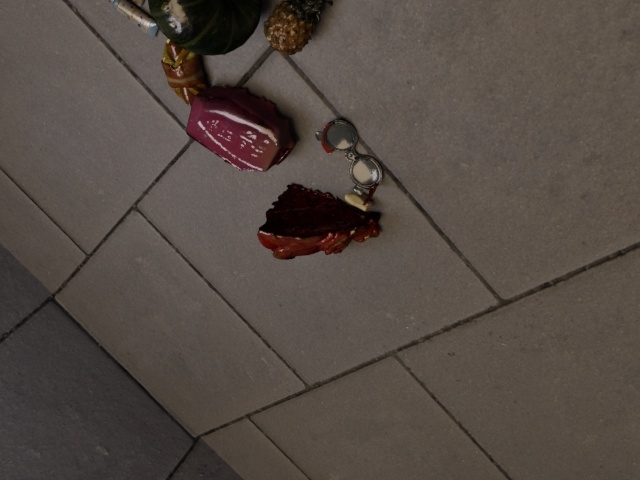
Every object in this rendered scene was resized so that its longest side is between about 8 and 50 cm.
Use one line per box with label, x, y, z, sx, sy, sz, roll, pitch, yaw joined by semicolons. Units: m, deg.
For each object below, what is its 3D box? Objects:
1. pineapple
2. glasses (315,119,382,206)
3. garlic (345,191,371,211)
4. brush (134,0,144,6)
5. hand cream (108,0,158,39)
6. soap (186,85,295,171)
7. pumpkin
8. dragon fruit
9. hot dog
pineapple;-0.038;-0.579;1.669;0.128;0.128;0.248;44;131;-6
glasses;0.063;-0.195;1.814;0.118;0.268;0.234;-28;105;24
garlic;0.117;-0.116;1.984;0.083;0.053;0.041;35;121;23
brush;-0.476;-0.780;1.847;0.060;0.050;0.321;39;143;-4
hand cream;-0.554;-0.669;1.982;0.171;0.043;0.065;39;136;-3
soap;-0.232;-0.328;1.992;0.325;0.127;0.220;33;137;5
pumpkin;-0.293;-0.611;1.679;0.207;0.300;0.300;11;130;42
dragon fruit;-0.001;0.008;2.027;0.330;0.286;0.227;13;127;13
hot dog;-0.408;-0.503;1.985;0.123;0.093;0.261;6;127;30
